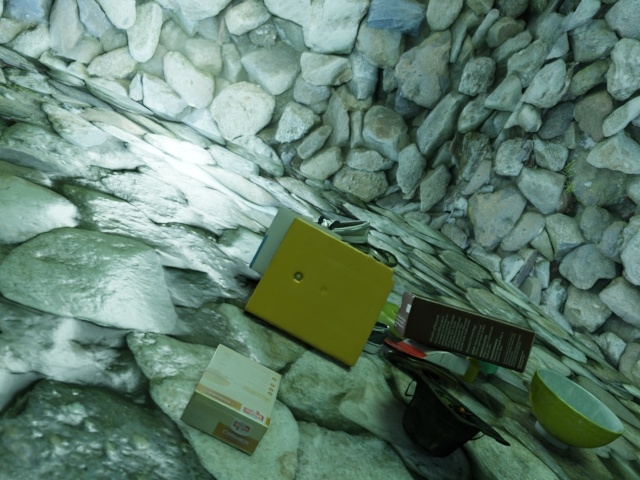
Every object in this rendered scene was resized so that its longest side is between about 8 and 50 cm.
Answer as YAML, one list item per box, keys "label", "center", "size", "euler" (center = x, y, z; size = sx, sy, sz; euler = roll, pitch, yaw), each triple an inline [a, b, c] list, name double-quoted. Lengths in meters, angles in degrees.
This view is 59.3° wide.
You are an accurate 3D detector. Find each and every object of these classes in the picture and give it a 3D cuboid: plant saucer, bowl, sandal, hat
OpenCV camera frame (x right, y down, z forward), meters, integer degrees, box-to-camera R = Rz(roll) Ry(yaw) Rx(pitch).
- label: "plant saucer"
  center: [0.274, 0.277, 1.968]
  size: [0.241, 0.037, 0.241]
  euler: [28, 14, -8]
- label: "bowl"
  center: [0.752, 0.544, 1.728]
  size: [0.289, 0.156, 0.289]
  euler: [28, 14, -8]
- label: "sandal"
  center: [0.289, 0.377, 1.624]
  size: [0.219, 0.060, 0.090]
  euler: [19, -3, 18]
- label: "hat"
  center: [0.268, 0.415, 1.299]
  size: [0.331, 0.134, 0.331]
  euler: [38, -2, 2]
- label: "sandal"
  center: [0.229, 0.072, 2.505]
  size: [0.120, 0.086, 0.302]
  euler: [9, 9, -39]

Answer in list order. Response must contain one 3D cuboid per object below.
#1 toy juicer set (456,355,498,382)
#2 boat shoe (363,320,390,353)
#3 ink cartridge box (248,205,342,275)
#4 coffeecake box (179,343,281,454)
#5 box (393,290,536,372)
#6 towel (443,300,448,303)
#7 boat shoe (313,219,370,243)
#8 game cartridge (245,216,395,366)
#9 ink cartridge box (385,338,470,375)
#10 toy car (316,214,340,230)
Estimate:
- label: "toy juicer set"
  center: [0.535, 0.371, 1.943]
  size: [0.329, 0.089, 0.209]
  euler: [-5, 44, -41]
- label: "boat shoe"
  center: [0.059, 0.220, 1.619]
  size: [0.301, 0.102, 0.108]
  euler: [27, 15, -8]
- label: "ink cartridge box"
  center: [-0.074, 0.037, 1.669]
  size: [0.197, 0.198, 0.270]
  euler: [28, -3, -1]
- label: "coffeecake box"
  center: [-0.160, 0.289, 1.045]
  size: [0.142, 0.068, 0.185]
  euler: [28, 14, -4]
- label: "box"
  center: [0.434, 0.276, 1.731]
  size: [0.381, 0.143, 0.191]
  euler: [18, -1, 0]
- label: "towel"
  center: [0.574, 0.344, 2.306]
  size: [0.243, 0.040, 0.336]
  euler: [35, 15, 19]
- label: "boat shoe"
  center: [0.069, -0.054, 2.483]
  size: [0.320, 0.103, 0.118]
  euler: [7, 17, -19]
- label: "game cartridge"
  center: [0.007, 0.135, 1.490]
  size: [0.323, 0.285, 0.053]
  euler: [29, -13, -3]
- label: "ink cartridge box"
  center: [0.311, 0.330, 1.718]
  size: [0.232, 0.066, 0.189]
  euler: [29, -5, -16]
- label: "toy car"
  center: [0.000, 0.000, 2.081]
  size: [0.155, 0.188, 0.149]
  euler: [16, 19, -40]
